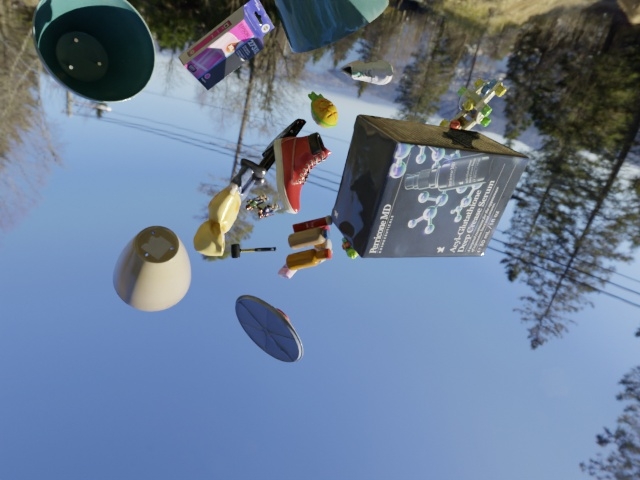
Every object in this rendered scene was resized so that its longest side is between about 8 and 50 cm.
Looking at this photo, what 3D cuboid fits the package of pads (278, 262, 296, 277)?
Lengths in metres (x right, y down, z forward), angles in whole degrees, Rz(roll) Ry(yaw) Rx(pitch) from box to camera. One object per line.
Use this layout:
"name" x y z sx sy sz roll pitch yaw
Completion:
"package of pads" -0.100 0.090 1.386 0.050 0.032 0.083 3 -136 48

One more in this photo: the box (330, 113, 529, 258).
"box" 0.267 -0.131 1.058 0.396 0.293 0.212 0 -149 -24

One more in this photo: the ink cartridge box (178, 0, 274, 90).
"ink cartridge box" -0.350 -0.755 1.593 0.069 0.371 0.176 56 -173 19

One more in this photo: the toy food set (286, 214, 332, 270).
"toy food set" 0.000 0.000 1.017 0.105 0.111 0.232 -13 -179 21

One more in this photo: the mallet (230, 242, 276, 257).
"mallet" -0.279 0.030 1.693 0.190 0.062 0.039 -10 -174 3

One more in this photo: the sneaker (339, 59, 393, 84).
"sneaker" 0.156 -0.589 1.444 0.094 0.080 0.212 -22 -147 -32

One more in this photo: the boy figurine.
"boy figurine" -0.245 -0.089 1.104 0.092 0.177 0.285 24 -118 -2

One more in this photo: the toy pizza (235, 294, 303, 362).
"toy pizza" -0.116 0.200 0.949 0.201 0.201 0.032 23 -134 26

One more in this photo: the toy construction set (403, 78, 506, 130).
"toy construction set" 0.420 -0.374 1.322 0.151 0.328 0.215 63 179 16

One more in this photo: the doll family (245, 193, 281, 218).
"doll family" -0.266 -0.147 1.855 0.193 0.111 0.076 40 -155 -43

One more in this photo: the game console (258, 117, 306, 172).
"game console" -0.192 -0.334 1.609 0.044 0.213 0.361 42 -124 -19

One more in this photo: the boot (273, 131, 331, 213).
"boot" -0.046 -0.212 1.296 0.176 0.244 0.088 -6 -178 17

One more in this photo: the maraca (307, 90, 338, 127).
"maraca" 0.009 -0.540 1.690 0.127 0.099 0.185 3 -121 -41

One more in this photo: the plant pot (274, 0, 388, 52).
"plant pot" 0.001 -0.673 1.060 0.293 0.235 0.293 -18 -141 15

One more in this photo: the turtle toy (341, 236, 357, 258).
"turtle toy" 0.131 0.028 1.799 0.066 0.095 0.130 -20 -140 -8

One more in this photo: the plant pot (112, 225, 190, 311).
"plant pot" -0.535 0.069 1.332 0.257 0.274 0.256 11 -118 -21

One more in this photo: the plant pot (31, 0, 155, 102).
"plant pot" -0.641 -0.527 1.142 0.290 0.290 0.195 -4 -169 -42
